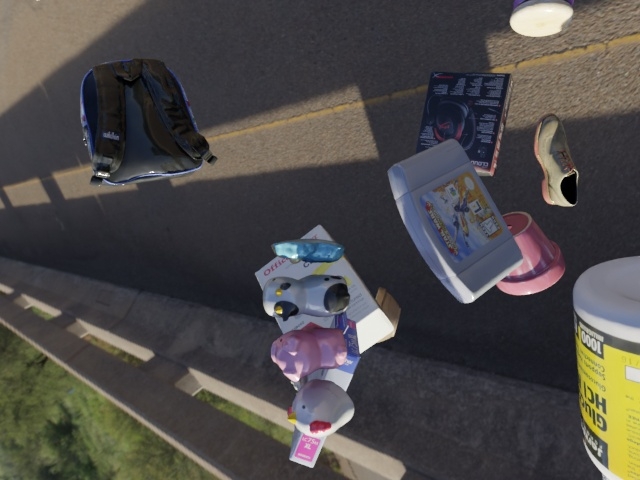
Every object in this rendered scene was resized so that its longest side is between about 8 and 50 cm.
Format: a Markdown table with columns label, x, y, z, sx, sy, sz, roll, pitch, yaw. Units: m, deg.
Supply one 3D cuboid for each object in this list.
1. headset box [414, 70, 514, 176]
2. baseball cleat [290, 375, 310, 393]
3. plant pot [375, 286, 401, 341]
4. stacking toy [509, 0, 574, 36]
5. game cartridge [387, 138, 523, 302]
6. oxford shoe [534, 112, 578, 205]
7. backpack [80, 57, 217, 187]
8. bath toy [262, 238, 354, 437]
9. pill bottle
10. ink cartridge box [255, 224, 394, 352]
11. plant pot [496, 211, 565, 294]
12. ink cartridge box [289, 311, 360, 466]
| label | x | y | z | sx | sy | sz | roll | pitch | yaw |
| --- | --- | --- | --- | --- | --- | --- | --- | --- | --- |
| headset box | 0.397 | -0.310 | 1.270 | 0.217 | 0.110 | 0.294 | 12 | 96 | 27 |
| baseball cleat | -0.006 | 0.454 | 1.343 | 0.206 | 0.109 | 0.072 | 44 | 163 | 39 |
| plant pot | 0.259 | 0.318 | 1.833 | 0.109 | 0.237 | 0.238 | 16 | 128 | 10 |
| stacking toy | 0.554 | -0.682 | 1.089 | 0.141 | 0.141 | 0.331 | 9 | 90 | 40 |
| game cartridge | 0.261 | -0.041 | 0.884 | 0.298 | 0.198 | 0.062 | 61 | 147 | 2 |
| oxford shoe | 0.875 | -0.290 | 1.638 | 0.130 | 0.122 | 0.349 | -126 | 14 | -71 |
| backpack | -0.410 | -0.265 | 1.029 | 0.213 | 0.276 | 0.264 | 5 | 107 | 58 |
| bath toy | -0.020 | 0.173 | 0.773 | 0.151 | 0.129 | 0.349 | -4 | 92 | 9 |
| pill bottle | 0.434 | 0.203 | 0.574 | 0.187 | 0.187 | 0.334 | 2 | 113 | 42 |
| ink cartridge box | -0.001 | 0.180 | 1.396 | 0.160 | 0.279 | 0.385 | 50 | -176 | -48 |
| plant pot | 0.573 | 0.026 | 1.304 | 0.201 | 0.201 | 0.180 | -8 | 125 | 45 |
| ink cartridge box | 0.018 | 0.289 | 0.963 | 0.065 | 0.186 | 0.312 | 18 | 101 | -2 |
